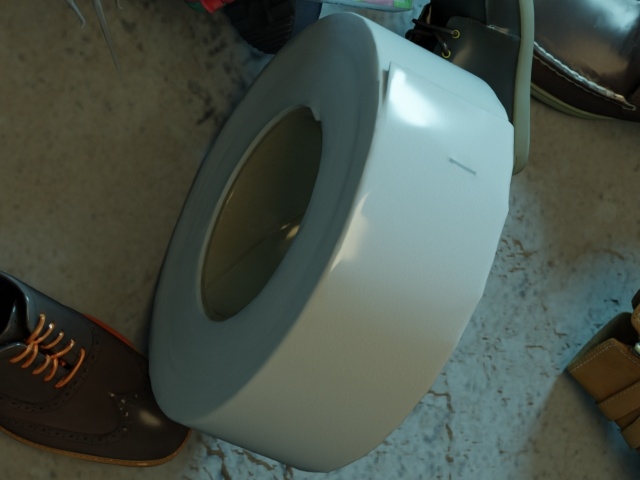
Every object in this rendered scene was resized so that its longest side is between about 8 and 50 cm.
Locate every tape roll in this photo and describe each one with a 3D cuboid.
[{"bbox_3d":[0.000,0.000,1.059,0.100,0.286,0.286,25,79,-23],"label":"tape roll"}]

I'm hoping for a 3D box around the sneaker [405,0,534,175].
[{"bbox_3d":[0.085,-0.135,1.188,0.118,0.083,0.222,-17,115,-22],"label":"sneaker"}]

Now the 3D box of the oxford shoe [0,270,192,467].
[{"bbox_3d":[-0.192,0.077,1.069,0.271,0.098,0.097,30,78,-22],"label":"oxford shoe"}]

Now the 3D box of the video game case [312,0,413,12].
[{"bbox_3d":[0.003,-0.263,1.089,0.193,0.023,0.212,-5,92,-58],"label":"video game case"}]

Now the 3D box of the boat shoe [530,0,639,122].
[{"bbox_3d":[0.290,-0.138,1.284,0.342,0.123,0.123,20,81,-24],"label":"boat shoe"}]

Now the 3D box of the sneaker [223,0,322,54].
[{"bbox_3d":[-0.021,-0.294,1.149,0.131,0.112,0.319,-16,103,-38],"label":"sneaker"}]

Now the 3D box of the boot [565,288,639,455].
[{"bbox_3d":[0.277,0.169,1.283,0.220,0.109,0.283,36,114,1],"label":"boot"}]

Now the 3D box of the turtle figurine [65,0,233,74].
[{"bbox_3d":[-0.096,-0.233,1.066,0.118,0.175,0.234,1,109,6],"label":"turtle figurine"}]
